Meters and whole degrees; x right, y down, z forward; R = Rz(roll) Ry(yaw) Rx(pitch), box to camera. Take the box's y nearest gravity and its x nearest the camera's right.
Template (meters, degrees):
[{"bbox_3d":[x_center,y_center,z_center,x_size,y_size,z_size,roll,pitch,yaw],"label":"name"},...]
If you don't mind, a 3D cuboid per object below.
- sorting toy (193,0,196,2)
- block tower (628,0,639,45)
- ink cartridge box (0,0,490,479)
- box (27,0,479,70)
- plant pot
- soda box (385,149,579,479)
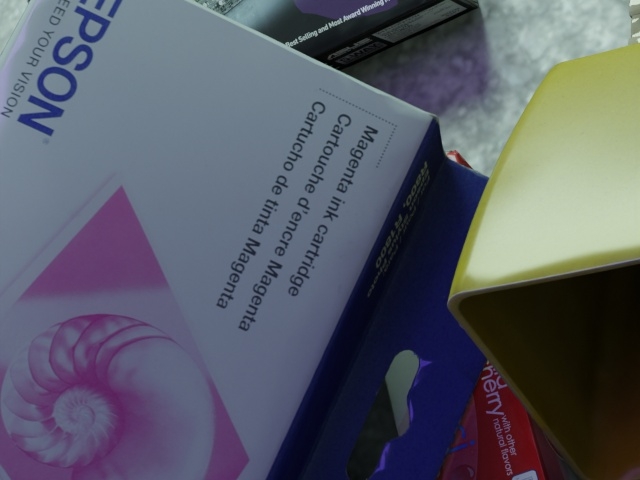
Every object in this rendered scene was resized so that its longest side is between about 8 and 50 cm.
[{"bbox_3d":[-0.145,-0.076,1.341,0.208,0.038,0.193,-39,76,18],"label":"sorting toy"},{"bbox_3d":[0.255,-0.248,1.236,0.091,0.097,0.335,-9,61,27],"label":"block tower"},{"bbox_3d":[-0.069,0.043,1.069,0.330,0.071,0.324,24,76,-1],"label":"ink cartridge box"},{"bbox_3d":[-0.068,-0.220,1.376,0.307,0.076,0.242,-22,80,20],"label":"box"},{"bbox_3d":[0.214,-0.003,1.083,0.212,0.212,0.187,-13,48,25],"label":"plant pot"},{"bbox_3d":[0.091,0.079,1.175,0.083,0.092,0.263,-22,58,17],"label":"soda box"}]
